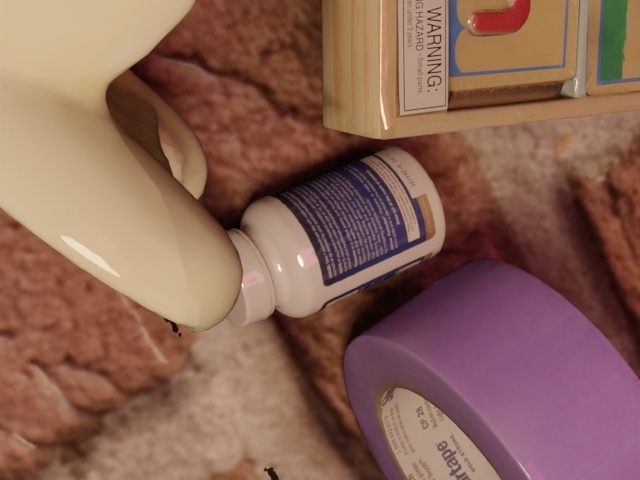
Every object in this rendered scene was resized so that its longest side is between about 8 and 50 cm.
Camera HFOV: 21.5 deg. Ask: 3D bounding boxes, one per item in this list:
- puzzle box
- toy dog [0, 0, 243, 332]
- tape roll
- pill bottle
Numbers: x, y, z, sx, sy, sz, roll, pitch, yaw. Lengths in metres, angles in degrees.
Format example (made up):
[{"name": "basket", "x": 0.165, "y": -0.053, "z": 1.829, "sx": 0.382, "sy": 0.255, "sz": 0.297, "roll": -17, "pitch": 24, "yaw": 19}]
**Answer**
[{"name": "puzzle box", "x": 0.125, "y": -0.262, "z": 0.835, "sx": 0.272, "sy": 0.052, "sz": 0.408, "roll": -10, "pitch": 107, "yaw": -34}, {"name": "toy dog", "x": -0.047, "y": -0.241, "z": 0.627, "sx": 0.395, "sy": 0.284, "sz": 0.408, "roll": 38, "pitch": 95, "yaw": -5}, {"name": "tape roll", "x": 0.100, "y": 0.109, "z": 0.891, "sx": 0.080, "sy": 0.189, "sz": 0.189, "roll": -33, "pitch": 113, "yaw": -20}, {"name": "pill bottle", "x": 0.000, "y": 0.000, "z": 0.886, "sx": 0.120, "sy": 0.067, "sz": 0.067, "roll": -24, "pitch": 110, "yaw": -24}]
